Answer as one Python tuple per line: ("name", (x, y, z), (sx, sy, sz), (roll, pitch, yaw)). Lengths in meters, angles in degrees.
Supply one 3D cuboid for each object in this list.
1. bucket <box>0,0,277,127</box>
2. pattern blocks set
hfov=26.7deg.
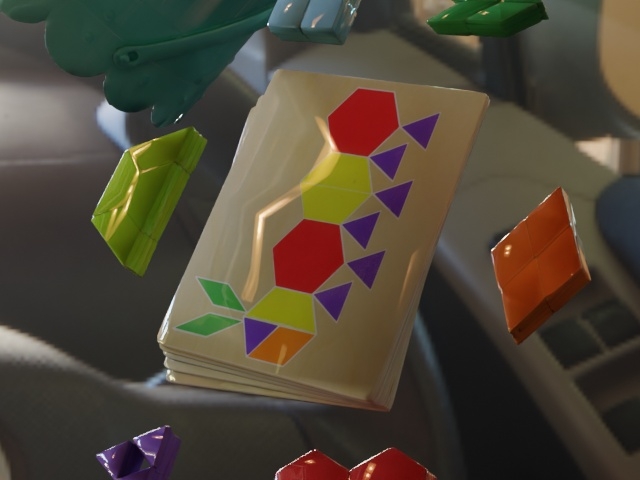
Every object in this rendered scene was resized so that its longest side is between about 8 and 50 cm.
("bucket", (-0.148, -0.249, 1.097), (0.183, 0.281, 0.281), (-42, 4, 14))
("pattern blocks set", (0.000, 0.000, 0.691), (0.285, 0.325, 0.026), (21, -14, 35))
